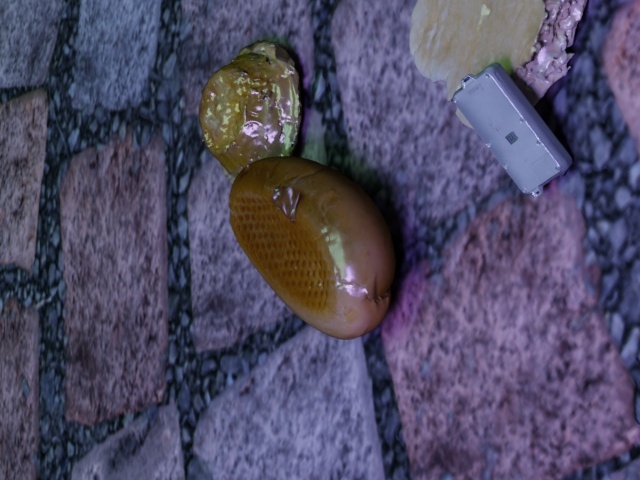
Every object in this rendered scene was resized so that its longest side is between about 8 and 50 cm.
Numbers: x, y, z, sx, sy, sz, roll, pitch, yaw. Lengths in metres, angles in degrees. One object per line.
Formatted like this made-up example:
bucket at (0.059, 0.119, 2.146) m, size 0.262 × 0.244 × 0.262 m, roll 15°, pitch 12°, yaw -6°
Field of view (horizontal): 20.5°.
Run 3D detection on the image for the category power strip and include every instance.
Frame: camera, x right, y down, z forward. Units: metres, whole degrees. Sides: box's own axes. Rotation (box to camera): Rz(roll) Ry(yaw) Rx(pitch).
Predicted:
power strip at (0.122, -0.071, 1.129) m, size 0.090 × 0.016 × 0.040 m, roll 52°, pitch 134°, yaw -1°

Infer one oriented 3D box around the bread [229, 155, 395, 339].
bread at (0.000, 0.000, 1.298) m, size 0.189 × 0.077 × 0.114 m, roll 44°, pitch 141°, yaw 50°

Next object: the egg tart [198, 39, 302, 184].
egg tart at (-0.060, -0.102, 1.432) m, size 0.129 × 0.049 × 0.128 m, roll -10°, pitch 78°, yaw 55°

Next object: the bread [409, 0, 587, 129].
bread at (0.130, -0.206, 1.159) m, size 0.182 × 0.039 × 0.251 m, roll 56°, pitch 131°, yaw 46°
